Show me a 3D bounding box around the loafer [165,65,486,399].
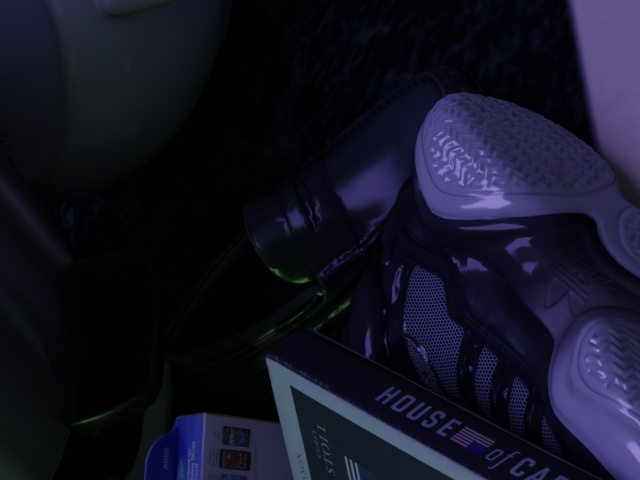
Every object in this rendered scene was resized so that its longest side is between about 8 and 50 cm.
[{"bbox_3d":[0.000,0.000,0.784,0.223,0.078,0.076,-49,46,31],"label":"loafer"}]

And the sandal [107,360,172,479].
[{"bbox_3d":[-0.231,0.188,1.003,0.416,0.102,0.169,-45,48,34],"label":"sandal"}]

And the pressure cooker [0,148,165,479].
[{"bbox_3d":[-0.311,0.056,0.774,0.370,0.420,0.375,28,71,33],"label":"pressure cooker"}]

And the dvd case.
[{"bbox_3d":[0.076,0.148,0.590,0.238,0.029,0.179,24,134,46],"label":"dvd case"}]

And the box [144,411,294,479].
[{"bbox_3d":[-0.018,0.124,0.723,0.028,0.136,0.081,-15,69,49],"label":"box"}]

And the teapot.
[{"bbox_3d":[-0.139,-0.154,0.935,0.256,0.187,0.252,46,140,19],"label":"teapot"}]

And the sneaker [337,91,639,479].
[{"bbox_3d":[0.090,0.073,0.640,0.153,0.101,0.269,-59,40,31],"label":"sneaker"}]
